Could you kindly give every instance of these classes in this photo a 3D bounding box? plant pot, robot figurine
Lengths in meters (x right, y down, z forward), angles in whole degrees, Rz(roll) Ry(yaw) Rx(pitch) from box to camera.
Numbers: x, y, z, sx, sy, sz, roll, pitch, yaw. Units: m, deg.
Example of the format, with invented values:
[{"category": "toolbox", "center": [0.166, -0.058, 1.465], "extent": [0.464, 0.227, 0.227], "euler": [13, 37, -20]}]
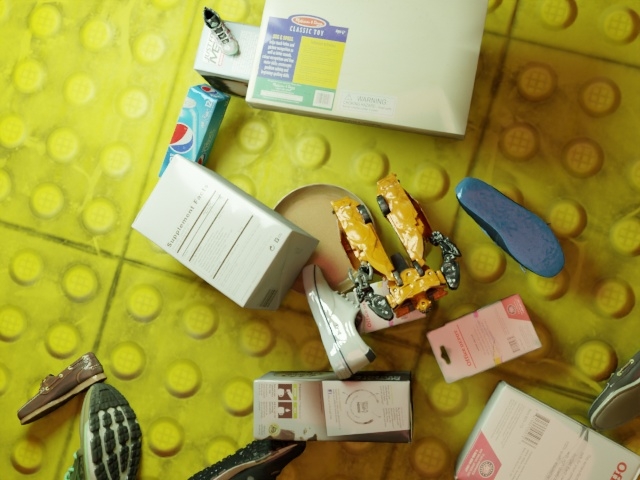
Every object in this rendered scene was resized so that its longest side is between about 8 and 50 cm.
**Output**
[{"category": "plant pot", "center": [0.000, 0.000, 1.616], "extent": [0.237, 0.032, 0.236], "euler": [0, 87, 7]}, {"category": "robot figurine", "center": [0.143, 0.019, 1.494], "extent": [0.211, 0.085, 0.291], "euler": [-25, 63, 1]}]

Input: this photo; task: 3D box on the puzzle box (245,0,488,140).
[{"category": "puzzle box", "center": [0.085, -0.348, 1.431], "extent": [0.409, 0.052, 0.272], "euler": [11, 86, 8]}]

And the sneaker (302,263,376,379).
[{"category": "sneaker", "center": [0.037, 0.146, 1.507], "extent": [0.091, 0.094, 0.258], "euler": [-23, 56, 2]}]

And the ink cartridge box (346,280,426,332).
[{"category": "ink cartridge box", "center": [0.131, 0.127, 1.559], "extent": [0.143, 0.090, 0.092], "euler": [-15, 84, 6]}]

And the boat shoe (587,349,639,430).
[{"category": "boat shoe", "center": [0.602, 0.274, 1.500], "extent": [0.228, 0.068, 0.081], "euler": [-42, 117, 5]}]

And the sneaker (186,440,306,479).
[{"category": "sneaker", "center": [-0.138, 0.489, 1.579], "extent": [0.283, 0.107, 0.124], "euler": [-29, 97, 8]}]

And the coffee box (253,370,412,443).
[{"category": "coffee box", "center": [0.031, 0.320, 1.520], "extent": [0.297, 0.168, 0.118], "euler": [-1, 86, 8]}]

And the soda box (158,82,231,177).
[{"category": "soda box", "center": [-0.261, -0.214, 1.607], "extent": [0.067, 0.071, 0.210], "euler": [29, 114, 8]}]

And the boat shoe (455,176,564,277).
[{"category": "boat shoe", "center": [0.380, -0.032, 1.541], "extent": [0.109, 0.089, 0.258], "euler": [-40, 79, 2]}]

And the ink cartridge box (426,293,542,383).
[{"category": "ink cartridge box", "center": [0.319, 0.195, 1.541], "extent": [0.198, 0.067, 0.115], "euler": [-22, 83, 4]}]

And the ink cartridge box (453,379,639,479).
[{"category": "ink cartridge box", "center": [0.426, 0.426, 1.485], "extent": [0.283, 0.117, 0.207], "euler": [28, 90, 9]}]

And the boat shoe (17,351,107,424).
[{"category": "boat shoe", "center": [-0.554, 0.313, 1.650], "extent": [0.207, 0.073, 0.073], "euler": [-32, 81, -3]}]

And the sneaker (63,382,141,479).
[{"category": "sneaker", "center": [-0.483, 0.501, 1.600], "extent": [0.182, 0.158, 0.410], "euler": [-6, 80, 24]}]

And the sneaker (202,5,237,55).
[{"category": "sneaker", "center": [-0.194, -0.396, 1.462], "extent": [0.038, 0.069, 0.098], "euler": [-36, 81, 3]}]

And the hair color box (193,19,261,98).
[{"category": "hair color box", "center": [-0.043, -0.334, 1.567], "extent": [0.375, 0.185, 0.113], "euler": [14, 87, 8]}]

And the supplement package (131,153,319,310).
[{"category": "supplement package", "center": [-0.185, -0.012, 1.544], "extent": [0.293, 0.177, 0.175], "euler": [34, 94, 19]}]
